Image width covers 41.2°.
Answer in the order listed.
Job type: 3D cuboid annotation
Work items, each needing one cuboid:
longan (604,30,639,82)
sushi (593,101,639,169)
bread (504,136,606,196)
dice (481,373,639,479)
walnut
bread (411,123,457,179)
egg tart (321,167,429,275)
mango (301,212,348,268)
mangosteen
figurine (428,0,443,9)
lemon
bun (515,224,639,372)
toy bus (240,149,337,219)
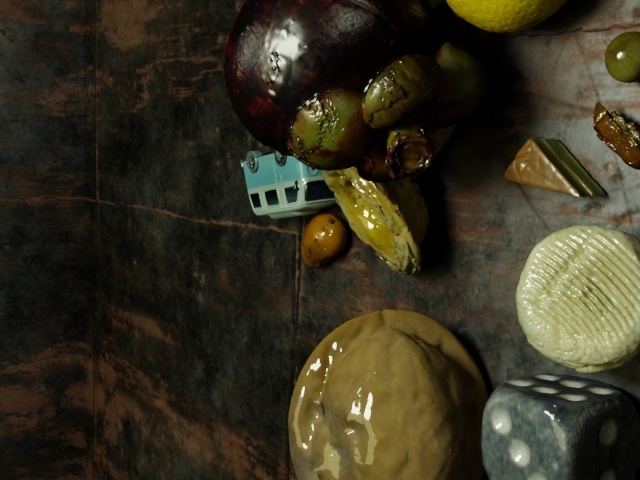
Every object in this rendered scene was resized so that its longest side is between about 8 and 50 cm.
[{"bbox_3d":[0.457,-0.265,1.241,0.083,0.075,0.075,30,126,2],"label":"longan"},{"bbox_3d":[0.450,-0.155,1.262,0.120,0.052,0.055,57,135,35],"label":"sushi"},{"bbox_3d":[0.373,-0.090,1.359,0.139,0.074,0.084,57,135,33],"label":"bread"},{"bbox_3d":[0.367,0.310,1.303,0.182,0.181,0.183,9,102,54],"label":"dice"},{"bbox_3d":[0.125,0.338,1.535,0.383,0.384,0.383,6,97,54],"label":"walnut"},{"bbox_3d":[0.197,-0.217,1.594,0.116,0.077,0.200,55,134,32],"label":"bread"},{"bbox_3d":[0.120,-0.065,1.624,0.288,0.118,0.288,55,168,18],"label":"egg tart"},{"bbox_3d":[-0.003,-0.001,1.887,0.159,0.084,0.105,-42,53,47],"label":"mango"},{"bbox_3d":[0.052,-0.296,1.418,0.421,0.381,0.381,23,112,36],"label":"mangosteen"},{"bbox_3d":[0.198,-0.524,1.528,0.276,0.133,0.200,-62,33,29],"label":"figurine"},{"bbox_3d":[0.293,-0.438,1.317,0.228,0.228,0.253,56,137,36],"label":"lemon"},{"bbox_3d":[0.408,0.090,1.271,0.220,0.134,0.220,-4,81,28],"label":"bun"},{"bbox_3d":[-0.056,-0.135,1.913,0.271,0.133,0.164,-5,93,57],"label":"toy bus"}]
